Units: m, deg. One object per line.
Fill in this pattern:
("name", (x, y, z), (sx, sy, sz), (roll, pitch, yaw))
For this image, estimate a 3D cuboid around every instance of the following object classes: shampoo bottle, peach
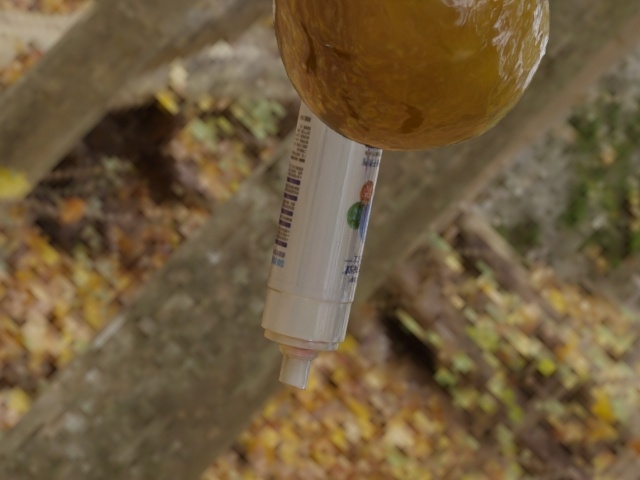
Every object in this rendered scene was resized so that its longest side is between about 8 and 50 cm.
("shampoo bottle", (0.000, 0.000, 1.981), (0.092, 0.303, 0.092), (11, 5, -1))
("peach", (0.035, -0.168, 1.002), (0.251, 0.153, 0.251), (-7, 90, -83))
